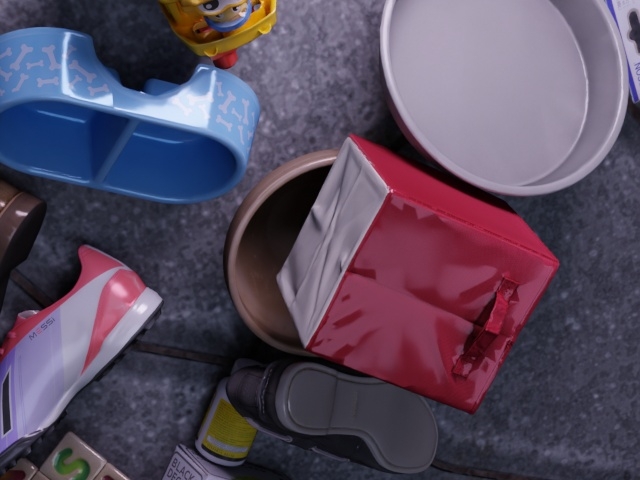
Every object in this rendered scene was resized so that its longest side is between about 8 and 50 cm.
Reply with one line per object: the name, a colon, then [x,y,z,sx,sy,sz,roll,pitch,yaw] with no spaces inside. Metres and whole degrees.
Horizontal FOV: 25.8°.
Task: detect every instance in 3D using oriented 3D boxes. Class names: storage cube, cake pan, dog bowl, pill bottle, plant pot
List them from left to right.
dog bowl: [-0.202,-0.114,1.390,0.297,0.074,0.166,12,146,-24]
pill bottle: [-0.097,0.198,1.623,0.065,0.065,0.116,15,109,-24]
plant pot: [0.000,0.000,1.538,0.237,0.110,0.237,-8,116,-16]
storage cube: [0.089,0.031,1.404,0.193,0.215,0.183,22,105,-20]
cake pan: [0.187,-0.183,1.470,0.293,0.054,0.293,5,76,-21]

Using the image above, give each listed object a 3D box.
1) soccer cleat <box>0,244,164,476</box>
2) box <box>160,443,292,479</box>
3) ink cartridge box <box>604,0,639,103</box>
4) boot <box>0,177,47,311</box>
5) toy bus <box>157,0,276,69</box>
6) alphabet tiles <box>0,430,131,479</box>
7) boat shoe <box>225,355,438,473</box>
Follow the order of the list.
soccer cleat: [-0.313,0.146,1.511,0.116,0.108,0.318,44,93,-4]
box: [-0.145,0.402,1.650,0.169,0.087,0.290,23,94,-34]
ink cartridge box: [0.464,-0.301,1.582,0.333,0.065,0.165,-26,120,-7]
boot: [-0.397,0.059,1.458,0.115,0.112,0.305,30,108,3]
toy bus: [-0.107,-0.251,1.331,0.149,0.220,0.211,-22,126,-4]
alphabet tiles: [-0.281,0.396,1.575,0.342,0.011,0.285,38,95,4]
boat shoe: [0.021,0.199,1.636,0.335,0.095,0.112,27,72,-50]
